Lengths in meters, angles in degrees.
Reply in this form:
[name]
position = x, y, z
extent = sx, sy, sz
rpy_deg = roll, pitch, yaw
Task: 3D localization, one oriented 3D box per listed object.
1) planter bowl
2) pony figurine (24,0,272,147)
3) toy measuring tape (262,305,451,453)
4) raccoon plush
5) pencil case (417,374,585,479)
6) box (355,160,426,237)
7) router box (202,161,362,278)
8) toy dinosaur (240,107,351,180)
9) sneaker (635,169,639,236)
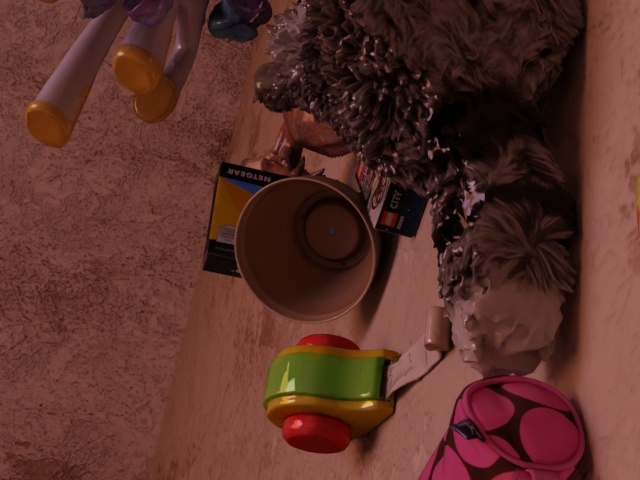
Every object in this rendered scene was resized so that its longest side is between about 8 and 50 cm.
[planter bowl]
position = 0.000, 0.000, 1.368
extent = 0.109, 0.162, 0.162
rpy_deg = -33, -36, -65
[pony figurine]
position = -0.118, -0.288, 1.021
extent = 0.351, 0.302, 0.364
rpy_deg = 107, -173, -57
[toy measuring tape]
position = 0.017, 0.129, 1.184
extent = 0.330, 0.121, 0.121
rpy_deg = 125, 155, -61
[raccoon plush]
position = 0.043, -0.075, 0.996
extent = 0.299, 0.216, 0.447
rpy_deg = 131, 151, -58
[pencil case]
position = 0.096, 0.190, 0.810
extent = 0.098, 0.095, 0.209
rpy_deg = -115, 35, -47
[box]
position = 0.099, -0.140, 1.272
extent = 0.159, 0.044, 0.233
rpy_deg = -106, 32, -67
[router box]
position = -0.044, -0.012, 1.472
extent = 0.046, 0.178, 0.133
rpy_deg = 117, 162, -56
[toy dinosaur]
position = 0.014, -0.144, 1.519
extent = 0.295, 0.127, 0.200
rpy_deg = -23, 61, 61
[sneaker]
position = 0.182, 0.036, 0.587
extent = 0.094, 0.081, 0.209
rpy_deg = 113, 165, -46
